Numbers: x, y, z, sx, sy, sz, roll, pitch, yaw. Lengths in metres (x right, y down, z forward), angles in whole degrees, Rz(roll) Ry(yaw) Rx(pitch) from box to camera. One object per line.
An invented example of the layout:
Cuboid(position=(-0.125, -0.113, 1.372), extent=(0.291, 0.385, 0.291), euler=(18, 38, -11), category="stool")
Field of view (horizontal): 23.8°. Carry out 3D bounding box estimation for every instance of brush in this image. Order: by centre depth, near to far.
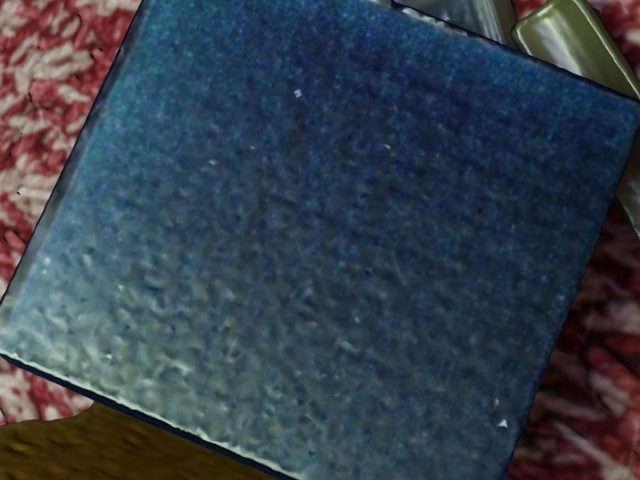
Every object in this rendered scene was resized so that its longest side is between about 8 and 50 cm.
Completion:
Cuboid(position=(0.208, -0.025, 0.915), extent=(0.054, 0.048, 0.282), euler=(-35, 77, 27), category="brush")

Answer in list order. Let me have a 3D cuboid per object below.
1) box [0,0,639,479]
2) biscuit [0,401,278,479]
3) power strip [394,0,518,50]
Cuboid(position=(0.000, 0.000, 0.847), extent=(0.279, 0.116, 0.261), euler=(23, 81, 4), category="box")
Cuboid(position=(-0.035, 0.201, 0.857), extent=(0.385, 0.365, 0.062), euler=(22, 109, 17), category="biscuit")
Cuboid(position=(0.098, -0.095, 0.983), extent=(0.080, 0.048, 0.286), euler=(-22, 78, 29), category="power strip")
